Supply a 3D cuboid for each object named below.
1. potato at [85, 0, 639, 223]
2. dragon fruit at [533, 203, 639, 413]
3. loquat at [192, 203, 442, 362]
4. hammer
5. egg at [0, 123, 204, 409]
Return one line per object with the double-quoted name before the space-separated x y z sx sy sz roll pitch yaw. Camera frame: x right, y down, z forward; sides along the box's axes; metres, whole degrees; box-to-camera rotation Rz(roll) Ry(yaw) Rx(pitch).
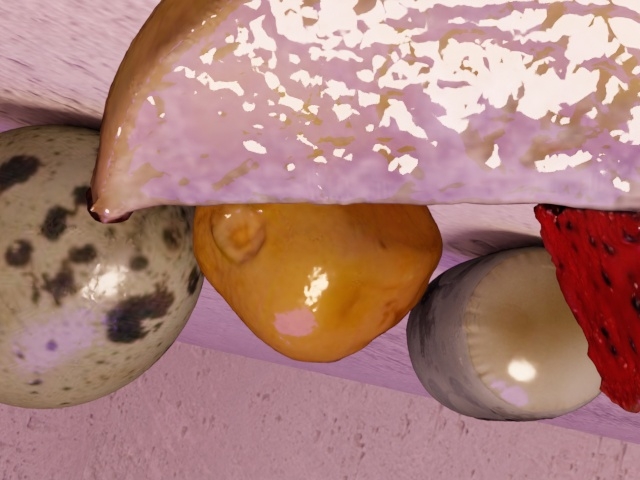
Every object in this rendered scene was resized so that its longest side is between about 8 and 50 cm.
"potato" 0.072 -0.069 0.433 0.261 0.120 0.100 1 133 4
"dragon fruit" 0.189 0.009 0.871 0.092 0.122 0.192 -24 176 -12
"loquat" 0.000 0.000 0.933 0.137 0.113 0.137 19 -157 -8
"hammer" 0.216 0.079 1.135 0.305 0.113 0.202 11 176 -9
"egg" -0.159 0.013 1.075 0.177 0.177 0.228 20 157 -37
